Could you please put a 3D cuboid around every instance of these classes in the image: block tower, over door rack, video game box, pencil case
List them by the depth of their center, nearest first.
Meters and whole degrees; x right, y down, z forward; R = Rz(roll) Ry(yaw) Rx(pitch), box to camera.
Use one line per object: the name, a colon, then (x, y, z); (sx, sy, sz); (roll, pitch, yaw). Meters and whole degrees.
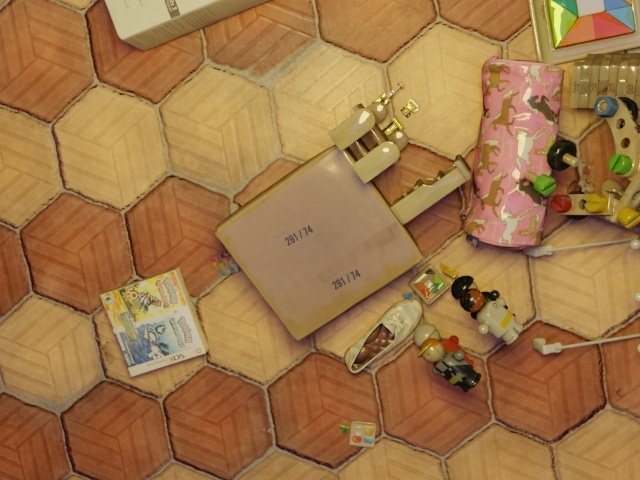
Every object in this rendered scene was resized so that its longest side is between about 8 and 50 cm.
block tower: (0.665, -0.305, 1.367); (0.336, 0.097, 0.090); (7, 122, 24)
pencil case: (0.386, -0.175, 1.437); (0.167, 0.160, 0.385); (6, 99, -3)
over door rack: (0.606, 0.114, 1.486); (0.325, 0.108, 0.239); (-6, 97, 6)
video game box: (-0.374, 0.186, 1.606); (0.187, 0.048, 0.205); (-19, 96, 5)

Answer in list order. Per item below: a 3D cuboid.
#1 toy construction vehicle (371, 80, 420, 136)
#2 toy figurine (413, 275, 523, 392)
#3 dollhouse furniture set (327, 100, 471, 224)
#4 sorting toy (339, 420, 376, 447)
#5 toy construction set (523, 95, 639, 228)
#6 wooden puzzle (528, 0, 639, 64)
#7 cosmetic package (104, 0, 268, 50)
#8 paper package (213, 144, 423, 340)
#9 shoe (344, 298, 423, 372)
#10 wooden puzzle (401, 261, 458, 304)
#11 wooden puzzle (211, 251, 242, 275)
toy construction vehicle: (0.156, -0.276, 1.502); (0.098, 0.035, 0.086); (-38, 94, 9)
toy figurine: (0.296, 0.187, 1.471); (0.148, 0.209, 0.213); (40, 99, 4)
dollhouse furniture set: (0.160, -0.181, 1.396); (0.161, 0.212, 0.242); (-36, 94, 18)
sorting toy: (0.083, 0.443, 1.622); (0.083, 0.012, 0.062); (5, 99, 3)
toy construction set: (0.597, -0.097, 1.324); (0.257, 0.237, 0.309); (-51, 131, 4)
wooden puzzle: (0.545, -0.485, 1.437); (0.239, 0.044, 0.220); (-11, 97, 6)
cosmetic package: (-0.246, -0.558, 1.433); (0.385, 0.156, 0.217); (-22, 94, 8)
paper package: (0.000, 0.000, 1.488); (0.325, 0.168, 0.309); (-35, 95, 8)
shoe: (0.141, 0.213, 1.561); (0.219, 0.058, 0.076); (-44, 93, 9)
wooden puzzle: (0.236, 0.093, 1.539); (0.116, 0.014, 0.078); (-49, 61, -1)
wooden puzzle: (-0.204, 0.050, 1.592); (0.083, 0.006, 0.049); (-15, 97, 7)
